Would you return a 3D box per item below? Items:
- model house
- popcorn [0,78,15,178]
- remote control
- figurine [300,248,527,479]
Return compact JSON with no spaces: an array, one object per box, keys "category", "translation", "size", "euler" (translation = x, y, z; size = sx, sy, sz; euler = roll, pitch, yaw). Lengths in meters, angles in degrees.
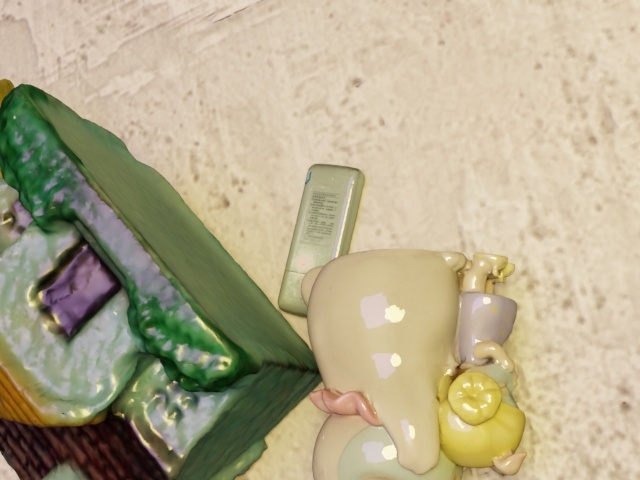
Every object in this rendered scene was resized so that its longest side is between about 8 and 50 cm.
[{"category":"model house","translation":[-0.187,0.080,0.783],"size":[0.249,0.230,0.280],"euler":[-43,71,4]},{"category":"popcorn","translation":[-0.323,-0.030,0.941],"size":[0.212,0.259,0.259],"euler":[-30,64,4]},{"category":"remote control","translation":[0.000,0.000,0.851],"size":[0.053,0.018,0.124],"euler":[8,82,30]},{"category":"figurine","translation":[0.060,0.130,0.726],"size":[0.155,0.127,0.235],"euler":[-1,78,9]}]
